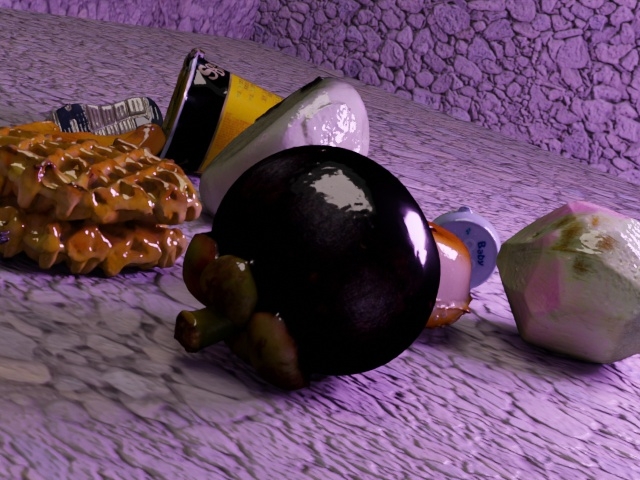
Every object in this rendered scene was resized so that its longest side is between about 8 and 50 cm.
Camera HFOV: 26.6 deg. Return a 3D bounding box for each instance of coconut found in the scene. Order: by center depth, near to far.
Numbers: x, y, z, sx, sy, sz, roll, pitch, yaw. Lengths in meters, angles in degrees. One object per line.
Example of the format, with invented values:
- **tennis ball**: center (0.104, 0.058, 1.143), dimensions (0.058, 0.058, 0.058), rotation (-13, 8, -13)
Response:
- **coconut**: center (0.345, 0.053, 1.790), dimensions (0.236, 0.235, 0.204), rotation (16, -20, 12)

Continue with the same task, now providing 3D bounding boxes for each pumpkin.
- **pumpkin**: center (-0.402, -0.133, 2.037), dimensions (0.290, 0.095, 0.258), rotation (11, 18, 3)

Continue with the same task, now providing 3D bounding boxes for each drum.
- **drum**: center (0.135, -0.002, 1.947), dimensions (0.253, 0.130, 0.049), rotation (13, 18, -2)

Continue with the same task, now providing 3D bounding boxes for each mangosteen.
- **mangosteen**: center (-0.025, 0.037, 1.479), dimensions (0.302, 0.275, 0.275), rotation (-29, 31, -18)

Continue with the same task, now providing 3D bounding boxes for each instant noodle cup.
- **instant noodle cup**: center (-0.148, -0.191, 2.317), dimensions (0.236, 0.215, 0.215), rotation (18, 13, -13)

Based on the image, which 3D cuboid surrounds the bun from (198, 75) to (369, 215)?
- **bun**: center (-0.035, -0.108, 2.068), dimensions (0.187, 0.293, 0.293), rotation (49, 11, -9)

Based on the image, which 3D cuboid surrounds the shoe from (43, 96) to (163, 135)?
- **shoe**: center (-0.366, -0.176, 2.265), dimensions (0.207, 0.091, 0.106), rotation (-10, -23, -21)

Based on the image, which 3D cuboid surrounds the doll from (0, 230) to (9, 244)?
- **doll**: center (-0.446, -0.021, 1.526), dimensions (0.181, 0.110, 0.107), rotation (19, 14, 31)

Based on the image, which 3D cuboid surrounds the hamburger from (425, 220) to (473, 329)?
- **hamburger**: center (0.091, 0.033, 1.747), dimensions (0.237, 0.147, 0.237), rotation (24, 8, -3)

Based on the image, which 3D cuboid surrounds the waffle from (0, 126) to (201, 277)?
- **waffle**: center (-0.322, -0.057, 1.719), dimensions (0.324, 0.151, 0.261), rotation (3, 14, -31)
